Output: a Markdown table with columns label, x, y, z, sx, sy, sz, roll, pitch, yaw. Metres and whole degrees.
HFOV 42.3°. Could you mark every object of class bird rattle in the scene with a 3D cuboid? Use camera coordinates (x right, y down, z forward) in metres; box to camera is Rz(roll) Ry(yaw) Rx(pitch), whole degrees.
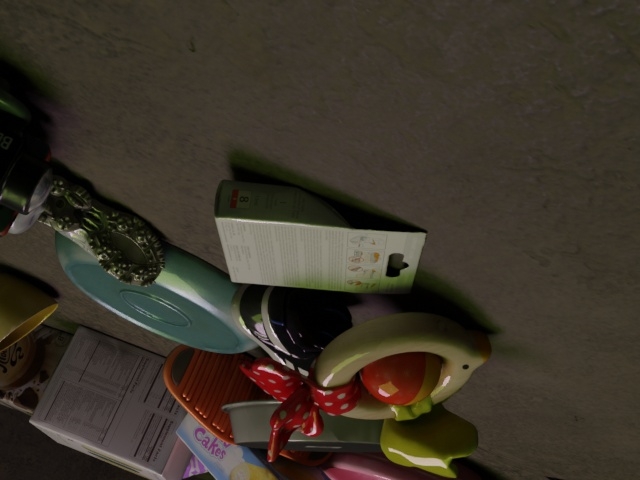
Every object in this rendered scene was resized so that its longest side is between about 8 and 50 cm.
| label | x | y | z | sx | sy | sz | roll | pitch | yaw |
| --- | --- | --- | --- | --- | --- | --- | --- | --- | --- |
| bird rattle | 0.056 | 0.136 | 0.846 | 0.253 | 0.143 | 0.207 | 20 | 129 | -22 |

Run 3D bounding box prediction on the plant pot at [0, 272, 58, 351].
| label | x | y | z | sx | sy | sz | roll | pitch | yaw |
| --- | --- | --- | --- | --- | --- | --- | --- | --- | --- |
| plant pot | -0.518 | 0.110 | 1.365 | 0.095 | 0.134 | 0.134 | 51 | 155 | 1 |

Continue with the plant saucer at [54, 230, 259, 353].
| label | x | y | z | sx | sy | sz | roll | pitch | yaw |
| --- | --- | --- | --- | --- | --- | --- | --- | --- | --- |
| plant saucer | -0.209 | 0.075 | 1.087 | 0.317 | 0.044 | 0.318 | 19 | 158 | 8 |

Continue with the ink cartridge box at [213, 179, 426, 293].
| label | x | y | z | sx | sy | sz | roll | pitch | yaw |
| --- | --- | --- | --- | --- | --- | --- | --- | --- | --- |
| ink cartridge box | 0.000 | 0.000 | 0.754 | 0.179 | 0.045 | 0.145 | 2 | 155 | 1 |

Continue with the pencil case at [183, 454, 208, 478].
| label | x | y | z | sx | sy | sz | roll | pitch | yaw |
| --- | --- | --- | --- | --- | --- | --- | --- | --- | --- |
| pencil case | -0.231 | 0.431 | 1.711 | 0.086 | 0.206 | 0.088 | 51 | 142 | 40 |

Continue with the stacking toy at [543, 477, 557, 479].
| label | x | y | z | sx | sy | sz | roll | pitch | yaw |
| --- | --- | --- | --- | --- | --- | --- | --- | --- | --- |
| stacking toy | 0.453 | 0.417 | 1.228 | 0.221 | 0.052 | 0.167 | -5 | 147 | 45 |

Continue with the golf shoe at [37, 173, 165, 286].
| label | x | y | z | sx | sy | sz | roll | pitch | yaw |
| --- | --- | --- | --- | --- | --- | --- | --- | --- | --- |
| golf shoe | -0.249 | -0.016 | 0.918 | 0.176 | 0.069 | 0.086 | 43 | 168 | -29 |

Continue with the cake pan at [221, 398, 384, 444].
| label | x | y | z | sx | sy | sz | roll | pitch | yaw |
| --- | --- | --- | --- | --- | --- | --- | --- | --- | --- |
| cake pan | 0.006 | 0.264 | 1.164 | 0.293 | 0.054 | 0.293 | 2 | 163 | 0 |

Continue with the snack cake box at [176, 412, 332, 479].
| label | x | y | z | sx | sy | sz | roll | pitch | yaw |
| --- | --- | --- | --- | --- | --- | --- | --- | --- | --- |
| snack cake box | -0.108 | 0.383 | 1.430 | 0.264 | 0.089 | 0.152 | 38 | -168 | 31 |

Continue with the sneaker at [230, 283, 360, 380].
| label | x | y | z | sx | sy | sz | roll | pitch | yaw |
| --- | --- | --- | --- | --- | --- | --- | --- | --- | --- |
| sneaker | 0.005 | 0.122 | 0.941 | 0.121 | 0.079 | 0.217 | -2 | 147 | 44 |

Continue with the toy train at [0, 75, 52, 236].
| label | x | y | z | sx | sy | sz | roll | pitch | yaw |
| --- | --- | --- | --- | --- | --- | --- | --- | --- | --- |
| toy train | -0.396 | -0.108 | 0.741 | 0.333 | 0.142 | 0.190 | 25 | 165 | -9 |

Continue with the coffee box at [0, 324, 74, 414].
| label | x | y | z | sx | sy | sz | roll | pitch | yaw |
| --- | --- | --- | --- | --- | --- | --- | --- | --- | --- |
| coffee box | -0.625 | 0.255 | 1.706 | 0.297 | 0.168 | 0.119 | 14 | 156 | 18 |

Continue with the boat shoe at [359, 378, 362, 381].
| label | x | y | z | sx | sy | sz | roll | pitch | yaw |
| --- | --- | --- | --- | --- | --- | --- | --- | --- | --- |
| boat shoe | 0.019 | 0.207 | 1.151 | 0.048 | 0.056 | 0.153 | 34 | 148 | -16 |

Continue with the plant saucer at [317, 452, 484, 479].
| label | x | y | z | sx | sy | sz | roll | pitch | yaw |
| --- | --- | --- | --- | --- | --- | --- | --- | --- | --- |
| plant saucer | 0.160 | 0.427 | 1.470 | 0.332 | 0.084 | 0.332 | 18 | 156 | 8 |

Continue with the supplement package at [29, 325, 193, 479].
| label | x | y | z | sx | sy | sz | roll | pitch | yaw |
| --- | --- | --- | --- | --- | --- | --- | --- | --- | --- |
| supplement package | -0.363 | 0.321 | 1.569 | 0.262 | 0.198 | 0.199 | 19 | 157 | 8 |

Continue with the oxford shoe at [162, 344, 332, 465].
| label | x | y | z | sx | sy | sz | roll | pitch | yaw |
| --- | --- | --- | --- | --- | --- | --- | --- | --- | --- |
| oxford shoe | -0.131 | 0.265 | 1.332 | 0.132 | 0.130 | 0.363 | 6 | 153 | 48 |
